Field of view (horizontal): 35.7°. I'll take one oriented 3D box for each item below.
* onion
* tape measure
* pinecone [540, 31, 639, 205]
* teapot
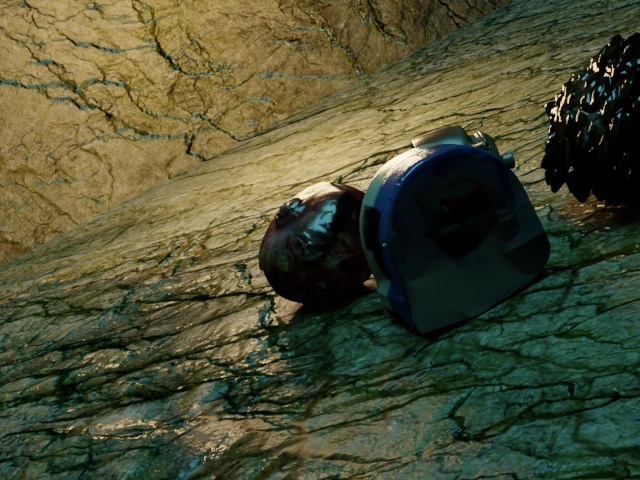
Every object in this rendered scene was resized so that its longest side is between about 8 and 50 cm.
[{"bbox_3d":[0.000,0.000,1.780,0.246,0.190,0.246,-30,27,17],"label":"onion"},{"bbox_3d":[0.190,-0.018,1.547,0.259,0.262,0.138,-26,9,-18],"label":"tape measure"},{"bbox_3d":[0.515,-0.193,1.657,0.242,0.298,0.296,15,9,-31],"label":"pinecone"},{"bbox_3d":[0.275,-0.120,1.850,0.176,0.185,0.267,-15,-17,3],"label":"teapot"}]
